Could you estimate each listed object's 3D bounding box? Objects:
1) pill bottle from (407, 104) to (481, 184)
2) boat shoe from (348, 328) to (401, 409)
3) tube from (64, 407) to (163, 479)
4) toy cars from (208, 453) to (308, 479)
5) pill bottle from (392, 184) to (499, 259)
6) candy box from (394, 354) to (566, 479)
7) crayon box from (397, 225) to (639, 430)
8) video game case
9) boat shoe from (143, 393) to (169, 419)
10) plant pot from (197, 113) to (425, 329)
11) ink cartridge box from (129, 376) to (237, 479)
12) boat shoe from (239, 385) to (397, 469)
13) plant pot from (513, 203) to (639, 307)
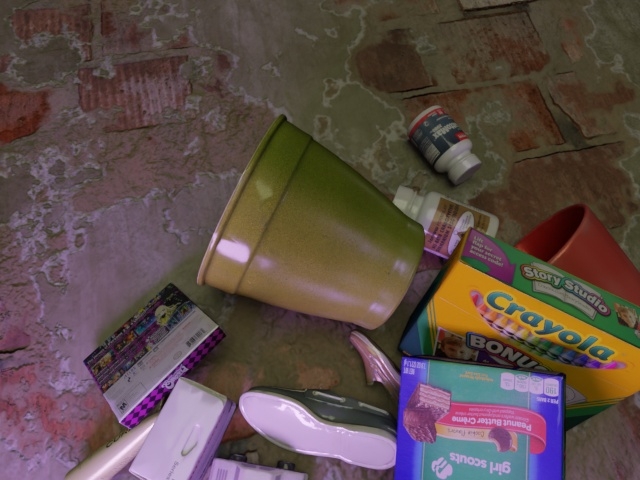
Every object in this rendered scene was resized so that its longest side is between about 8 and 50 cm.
[{"bbox_3d":[0.305,-0.230,1.180,0.107,0.108,0.180,-30,73,-15],"label":"pill bottle"},{"bbox_3d":[0.117,0.267,0.984,0.072,0.068,0.190,-43,76,-6],"label":"boat shoe"},{"bbox_3d":[-0.351,0.370,0.876,0.240,0.062,0.070,-39,35,2],"label":"tube"},{"bbox_3d":[-0.051,0.527,0.850,0.176,0.087,0.394,-37,74,-17],"label":"toy cars"},{"bbox_3d":[0.264,-0.036,1.082,0.229,0.131,0.131,23,68,6],"label":"pill bottle"},{"bbox_3d":[0.267,0.371,0.819,0.267,0.122,0.318,-1,80,31],"label":"candy box"},{"bbox_3d":[0.366,0.180,0.891,0.362,0.313,0.106,26,51,8],"label":"crayon box"},{"bbox_3d":[-0.325,0.210,0.937,0.232,0.042,0.210,-45,44,-19],"label":"video game case"},{"bbox_3d":[-0.321,0.268,0.955,0.059,0.063,0.170,14,68,-4],"label":"boat shoe"},{"bbox_3d":[0.000,0.000,0.960,0.352,0.366,0.367,27,68,-5],"label":"plant pot"},{"bbox_3d":[-0.227,0.339,0.846,0.092,0.219,0.160,24,67,6],"label":"ink cartridge box"},{"bbox_3d":[0.001,0.346,0.943,0.319,0.117,0.099,14,24,10],"label":"boat shoe"},{"bbox_3d":[0.516,0.103,0.982,0.243,0.275,0.275,45,71,3],"label":"plant pot"}]
